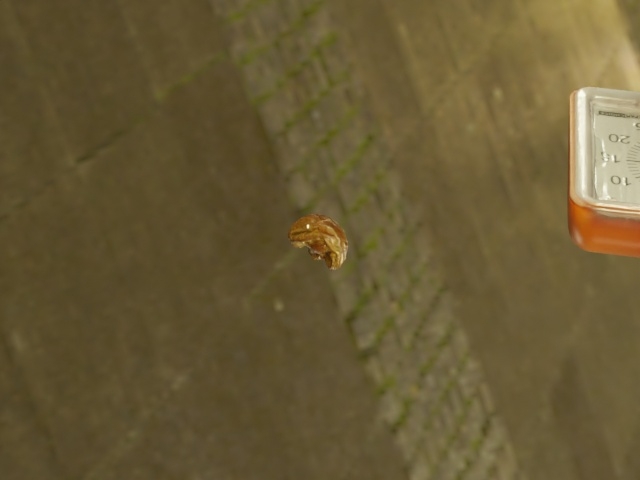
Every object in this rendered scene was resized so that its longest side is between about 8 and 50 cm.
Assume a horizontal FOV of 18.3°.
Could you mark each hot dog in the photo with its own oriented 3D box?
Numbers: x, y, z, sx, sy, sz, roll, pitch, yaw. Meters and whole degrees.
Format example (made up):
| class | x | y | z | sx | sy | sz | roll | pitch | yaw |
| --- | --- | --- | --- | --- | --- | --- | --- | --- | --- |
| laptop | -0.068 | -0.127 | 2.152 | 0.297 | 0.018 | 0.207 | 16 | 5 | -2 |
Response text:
| class | x | y | z | sx | sy | sz | roll | pitch | yaw |
| --- | --- | --- | --- | --- | --- | --- | --- | --- | --- |
| hot dog | 0.000 | 0.000 | 1.814 | 0.058 | 0.035 | 0.083 | 34 | -7 | 2 |

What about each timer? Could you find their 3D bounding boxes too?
| class | x | y | z | sx | sy | sz | roll | pitch | yaw |
| --- | --- | --- | --- | --- | --- | --- | --- | --- | --- |
| timer | 0.391 | -0.049 | 2.148 | 0.250 | 0.258 | 0.161 | -76 | 172 | -71 |
